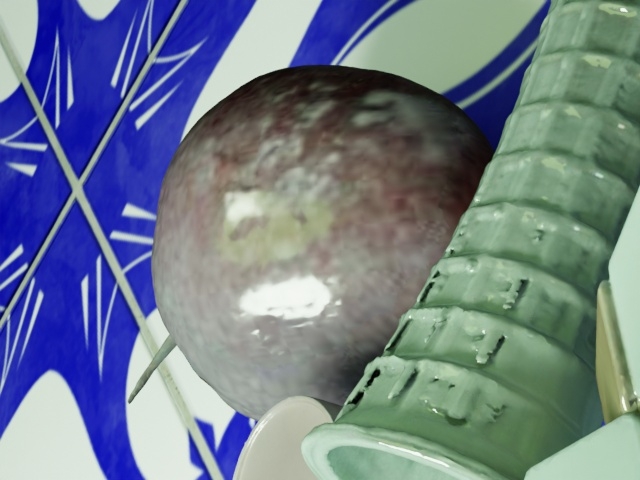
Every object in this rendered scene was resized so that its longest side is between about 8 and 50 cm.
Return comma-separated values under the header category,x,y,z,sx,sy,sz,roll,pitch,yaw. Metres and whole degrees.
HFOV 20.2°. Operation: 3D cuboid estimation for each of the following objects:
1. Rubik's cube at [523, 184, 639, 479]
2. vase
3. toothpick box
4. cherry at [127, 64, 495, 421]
category,x,y,z,sx,sy,sz,roll,pitch,yaw
Rubik's cube,0.194,0.106,0.700,0.224,0.213,0.265,-29,54,44
vase,0.115,0.001,0.875,0.143,0.143,0.299,-6,52,54
toothpick box,0.039,0.145,0.957,0.098,0.149,0.098,-29,53,46
cherry,0.000,0.000,1.056,0.266,0.183,0.213,-15,71,34
